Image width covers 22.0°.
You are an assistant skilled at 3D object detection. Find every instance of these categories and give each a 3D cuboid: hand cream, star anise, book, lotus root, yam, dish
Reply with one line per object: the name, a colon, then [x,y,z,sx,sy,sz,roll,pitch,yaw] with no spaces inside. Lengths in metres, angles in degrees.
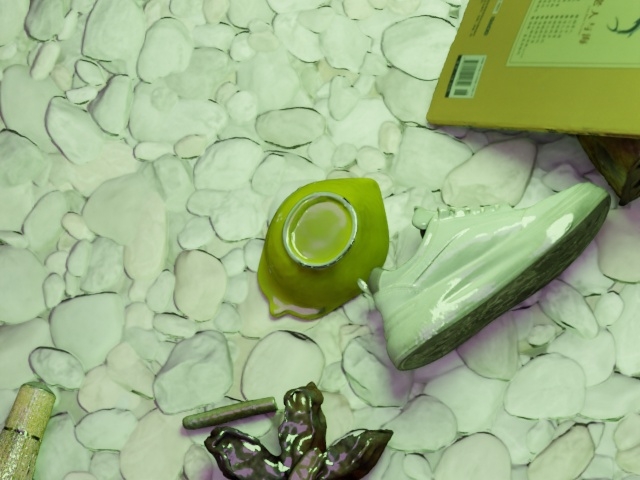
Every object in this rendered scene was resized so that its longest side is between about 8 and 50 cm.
hand cream: [-0.366,0.263,1.950,0.084,0.084,0.203,14,74,10]
star anise: [-0.034,0.266,1.894,0.214,0.099,0.220,21,80,2]
book: [0.301,-0.244,1.893,0.389,0.032,0.269,10,74,50]
lotus root: [0.369,-0.172,1.897,0.188,0.199,0.180,-33,73,-17]
yam: [-0.108,0.205,1.956,0.116,0.021,0.021,-13,75,4]
dish: [0.000,0.000,1.964,0.149,0.080,0.208,33,81,14]

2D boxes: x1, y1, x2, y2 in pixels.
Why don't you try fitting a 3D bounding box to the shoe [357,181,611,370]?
shoe: [0.177,0.007,1.922,0.316,0.124,0.159,-38,68,-3]
